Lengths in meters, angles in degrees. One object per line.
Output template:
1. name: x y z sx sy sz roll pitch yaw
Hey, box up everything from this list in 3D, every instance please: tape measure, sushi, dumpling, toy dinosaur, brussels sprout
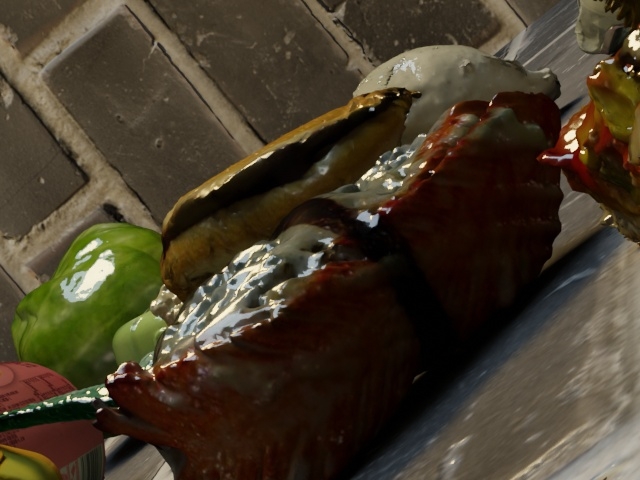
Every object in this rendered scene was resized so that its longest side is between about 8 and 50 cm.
1. tape measure: -0.098 0.087 1.780 0.175 0.106 0.200 -26 1 -19
2. sushi: 0.020 0.035 1.115 0.332 0.124 0.130 -41 15 -32
3. dumpling: 0.104 -0.103 1.849 0.247 0.142 0.172 -10 -6 -18
4. toy dinosaur: -0.123 0.112 1.381 0.383 0.076 0.129 -15 -16 28
5. brussels sprout: -0.204 0.095 2.017 0.244 0.244 0.244 -39 4 3

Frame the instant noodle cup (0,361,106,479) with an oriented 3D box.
1. instant noodle cup: -0.300 0.203 1.640 0.244 0.244 0.255 -38 -5 17

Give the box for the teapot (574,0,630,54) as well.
1. teapot: 0.300 -0.290 1.916 0.178 0.163 0.221 -49 8 -25

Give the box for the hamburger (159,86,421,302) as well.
1. hamburger: 0.000 0.000 1.460 0.244 0.163 0.244 -30 0 0

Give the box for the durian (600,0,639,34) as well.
1. durian: 0.265 -0.237 1.228 0.293 0.258 0.258 -49 -2 33

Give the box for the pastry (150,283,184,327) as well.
1. pastry: -0.017 0.020 1.624 0.258 0.121 0.089 -38 19 0

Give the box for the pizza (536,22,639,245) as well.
1. pizza: 0.238 -0.120 0.821 0.440 0.130 0.406 -38 2 25

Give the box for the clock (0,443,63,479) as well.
1. clock: -0.288 0.201 1.368 0.096 0.202 0.143 -77 1 -85
